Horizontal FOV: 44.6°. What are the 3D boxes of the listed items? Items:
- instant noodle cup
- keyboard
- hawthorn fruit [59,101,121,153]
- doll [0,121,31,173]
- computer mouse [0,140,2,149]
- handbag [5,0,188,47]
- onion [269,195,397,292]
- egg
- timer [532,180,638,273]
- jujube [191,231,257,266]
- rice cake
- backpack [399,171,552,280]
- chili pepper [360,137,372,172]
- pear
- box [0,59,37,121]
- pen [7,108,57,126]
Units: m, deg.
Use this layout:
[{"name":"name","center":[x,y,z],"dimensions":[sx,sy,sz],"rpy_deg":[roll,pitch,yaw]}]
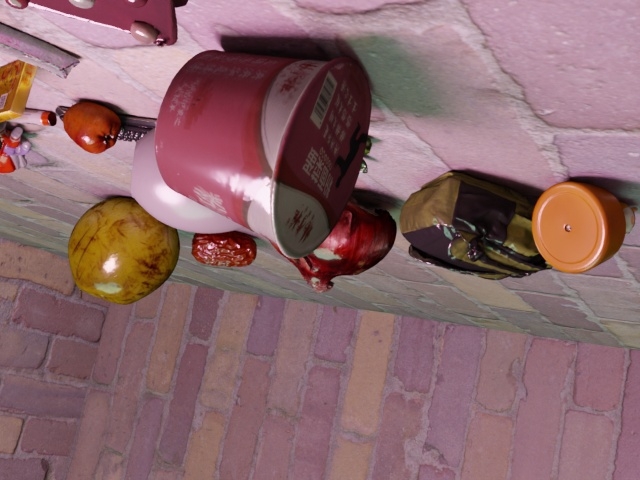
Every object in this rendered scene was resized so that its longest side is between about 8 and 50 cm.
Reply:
[{"name":"instant noodle cup","center":[-0.067,-0.115,0.911],"dimensions":[0.178,0.235,0.235],"rpy_deg":[18,172,22]},{"name":"keyboard","center":[-0.327,-0.187,1.314],"dimensions":[0.230,0.025,0.094],"rpy_deg":[9,166,14]},{"name":"hawthorn fruit","center":[-0.370,-0.187,1.246],"dimensions":[0.093,0.081,0.081],"rpy_deg":[37,175,14]},{"name":"doll","center":[-0.631,-0.179,1.550],"dimensions":[0.102,0.075,0.227],"rpy_deg":[30,155,-15]},{"name":"computer mouse","center":[-0.677,-0.175,1.450],"dimensions":[0.229,0.113,0.068],"rpy_deg":[22,142,28]},{"name":"handbag","center":[-0.227,-0.260,0.699],"dimensions":[0.216,0.074,0.203],"rpy_deg":[13,169,-4]},{"name":"onion","center":[0.000,0.000,1.472],"dimensions":[0.272,0.195,0.272],"rpy_deg":[13,179,0]},{"name":"egg","center":[-0.171,-0.097,1.197],"dimensions":[0.232,0.176,0.176],"rpy_deg":[9,170,-13]},{"name":"timer","center":[0.410,-0.027,1.147],"dimensions":[0.152,0.132,0.132],"rpy_deg":[-9,-177,-35]},{"name":"jujube","center":[-0.259,0.018,2.103],"dimensions":[0.176,0.109,0.112],"rpy_deg":[6,-153,-10]},{"name":"rice cake","center":[-0.414,-0.260,1.006],"dimensions":[0.207,0.033,0.033],"rpy_deg":[19,169,-34]},{"name":"backpack","center":[0.262,-0.011,1.258],"dimensions":[0.253,0.140,0.207],"rpy_deg":[19,170,-12]},{"name":"chili pepper","center":[0.048,-0.129,1.173],"dimensions":[0.055,0.035,0.118],"rpy_deg":[28,167,7]},{"name":"pear","center":[-0.494,0.028,1.967],"dimensions":[0.283,0.284,0.283],"rpy_deg":[12,169,2]},{"name":"box","center":[-0.462,-0.216,1.144],"dimensions":[0.022,0.089,0.156],"rpy_deg":[21,165,-41]},{"name":"pen","center":[-0.573,-0.225,1.377],"dimensions":[0.239,0.028,0.028],"rpy_deg":[9,169,16]}]
